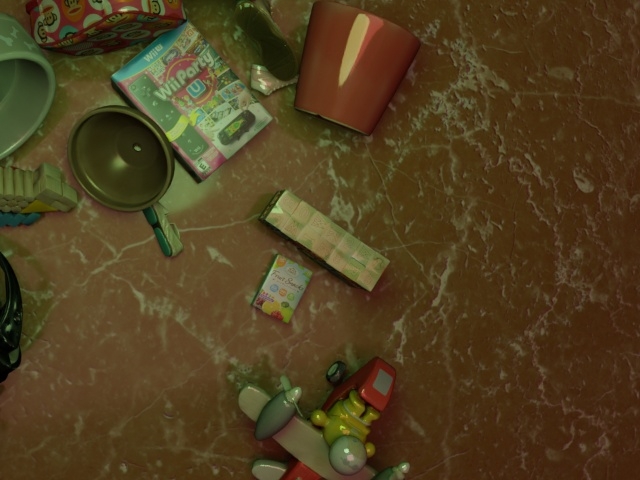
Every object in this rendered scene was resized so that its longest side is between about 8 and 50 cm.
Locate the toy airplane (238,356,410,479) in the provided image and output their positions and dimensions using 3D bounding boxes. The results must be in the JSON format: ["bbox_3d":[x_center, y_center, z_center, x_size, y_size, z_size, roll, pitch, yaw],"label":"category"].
[{"bbox_3d":[0.018,0.485,1.639,0.386,0.272,0.384,-7,94,-14],"label":"toy airplane"}]

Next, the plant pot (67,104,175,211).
[{"bbox_3d":[-0.425,-0.191,1.564,0.237,0.109,0.237,5,116,10],"label":"plant pot"}]

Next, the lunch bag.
[{"bbox_3d":[-0.432,-0.470,1.483,0.293,0.258,0.120,-9,94,28],"label":"lunch bag"}]

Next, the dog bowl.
[{"bbox_3d":[-0.673,-0.273,1.380,0.102,0.349,0.349,42,81,8],"label":"dog bowl"}]

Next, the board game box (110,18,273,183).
[{"bbox_3d":[-0.295,-0.318,1.624,0.224,0.097,0.303,-43,100,-10],"label":"board game box"}]

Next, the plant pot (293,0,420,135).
[{"bbox_3d":[0.068,-0.387,1.643,0.275,0.275,0.243,18,96,-14],"label":"plant pot"}]

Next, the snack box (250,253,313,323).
[{"bbox_3d":[-0.094,0.117,1.719,0.100,0.037,0.141,28,85,-15],"label":"snack box"}]

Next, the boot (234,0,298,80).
[{"bbox_3d":[-0.125,-0.486,1.639,0.077,0.165,0.213,-30,126,14],"label":"boot"}]

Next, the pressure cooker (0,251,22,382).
[{"bbox_3d":[-0.789,0.173,1.370,0.420,0.375,0.369,-31,96,-11],"label":"pressure cooker"}]

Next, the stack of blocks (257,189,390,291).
[{"bbox_3d":[0.000,0.000,1.671,0.297,0.171,0.087,35,83,-12],"label":"stack of blocks"}]

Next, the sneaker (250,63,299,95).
[{"bbox_3d":[-0.106,-0.378,1.696,0.134,0.051,0.070,6,104,-21],"label":"sneaker"}]

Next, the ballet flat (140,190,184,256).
[{"bbox_3d":[-0.369,-0.042,1.644,0.052,0.057,0.168,-30,104,-40],"label":"ballet flat"}]

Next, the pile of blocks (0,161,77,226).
[{"bbox_3d":[-0.722,-0.102,1.531,0.362,0.149,0.112,-1,49,-23],"label":"pile of blocks"}]
